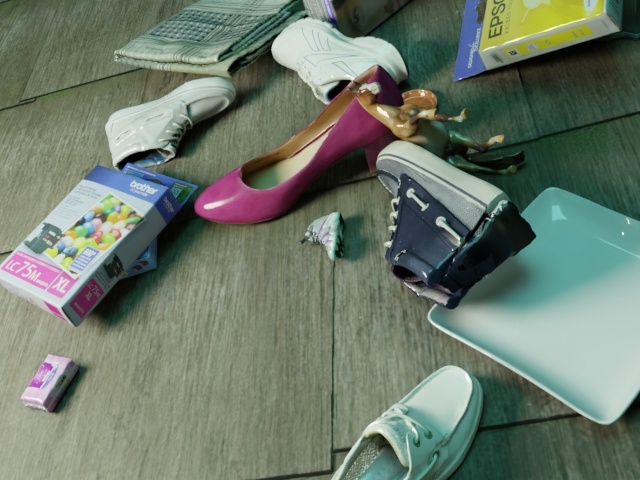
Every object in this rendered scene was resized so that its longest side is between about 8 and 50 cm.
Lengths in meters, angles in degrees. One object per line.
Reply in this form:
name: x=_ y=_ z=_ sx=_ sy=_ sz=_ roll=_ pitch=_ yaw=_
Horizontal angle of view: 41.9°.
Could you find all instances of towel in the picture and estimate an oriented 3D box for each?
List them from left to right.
towel: x=-0.213 y=-0.428 z=1.701 sx=0.324 sy=0.056 sz=0.312 roll=14 pitch=40 yaw=31

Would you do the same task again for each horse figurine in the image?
horse figurine: x=0.179 y=-0.152 z=1.222 sx=0.174 sy=0.263 sz=0.066 roll=8 pitch=75 yaw=55

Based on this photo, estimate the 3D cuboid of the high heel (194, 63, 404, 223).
high heel: x=-0.048 y=-0.155 z=1.330 sx=0.377 sy=0.181 sz=0.127 roll=-22 pitch=44 yaw=2

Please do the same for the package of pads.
package of pads: x=-0.403 y=0.213 z=1.242 sx=0.050 sy=0.032 sz=0.083 roll=6 pitch=52 yaw=26

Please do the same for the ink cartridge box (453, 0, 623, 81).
ink cartridge box: x=0.353 y=-0.439 z=1.388 sx=0.307 sy=0.072 sz=0.303 roll=-8 pitch=61 yaw=40

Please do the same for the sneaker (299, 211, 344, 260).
sneaker: x=0.000 y=0.000 z=1.271 sx=0.069 sy=0.038 sz=0.098 roll=-12 pitch=36 yaw=15

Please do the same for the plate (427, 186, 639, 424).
plate: x=0.324 y=0.075 z=1.054 sx=0.278 sy=0.045 sz=0.277 roll=-44 pitch=48 yaw=-19

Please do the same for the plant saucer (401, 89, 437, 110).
plant saucer: x=0.160 y=-0.227 z=1.431 sx=0.084 sy=0.013 sz=0.083 roll=-12 pitch=46 yaw=13

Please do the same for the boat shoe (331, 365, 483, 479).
boat shoe: x=0.092 y=0.242 z=0.958 sx=0.098 sy=0.096 sz=0.277 roll=22 pitch=60 yaw=37

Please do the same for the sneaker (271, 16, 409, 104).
sneaker: x=0.013 y=-0.317 z=1.517 sx=0.297 sy=0.111 sz=0.129 roll=22 pitch=66 yaw=38

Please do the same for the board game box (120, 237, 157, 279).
board game box: x=-0.381 y=0.011 z=1.417 sx=0.212 sy=0.039 sz=0.160 roll=-18 pitch=45 yaw=8

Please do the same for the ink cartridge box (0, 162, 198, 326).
ink cartridge box: x=-0.365 y=-0.018 z=1.370 sx=0.186 sy=0.065 sz=0.311 roll=19 pitch=57 yaw=34

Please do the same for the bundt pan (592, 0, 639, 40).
bundt pan: x=0.531 y=-0.495 z=1.448 sx=0.331 sy=0.124 sz=0.330 roll=-12 pitch=45 yaw=12

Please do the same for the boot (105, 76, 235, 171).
boot: x=-0.271 y=-0.206 z=1.556 sx=0.258 sy=0.095 sz=0.123 roll=-20 pitch=58 yaw=7

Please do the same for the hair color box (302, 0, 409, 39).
hair color box: x=0.114 y=-0.548 z=1.629 sx=0.339 sy=0.185 sz=0.110 roll=-40 pitch=46 yaw=-15

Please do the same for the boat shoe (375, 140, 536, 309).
boat shoe: x=0.131 y=-0.028 z=1.157 sx=0.158 sy=0.127 sz=0.340 roll=-44 pitch=28 yaw=-5
